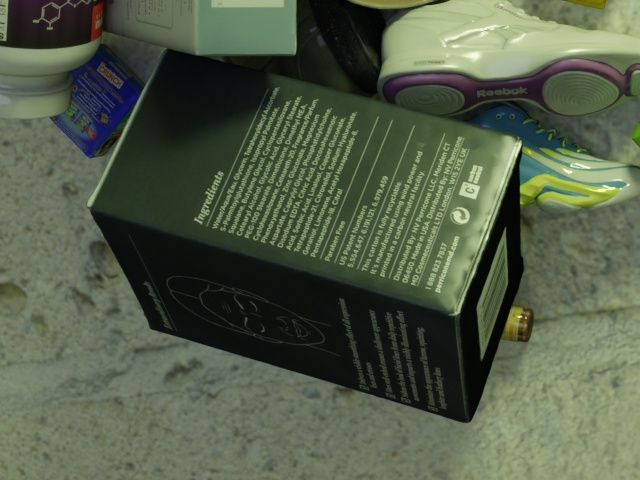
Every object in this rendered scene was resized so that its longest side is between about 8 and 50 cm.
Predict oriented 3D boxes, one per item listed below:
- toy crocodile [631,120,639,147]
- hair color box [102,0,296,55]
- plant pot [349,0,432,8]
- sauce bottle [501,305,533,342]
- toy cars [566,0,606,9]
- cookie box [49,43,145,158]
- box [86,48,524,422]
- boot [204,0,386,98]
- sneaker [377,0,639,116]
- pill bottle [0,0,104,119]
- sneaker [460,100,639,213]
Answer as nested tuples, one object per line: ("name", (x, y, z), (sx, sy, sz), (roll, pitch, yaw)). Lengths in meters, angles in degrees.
("toy crocodile", (0.472, -0.185, 1.552), (0.340, 0.105, 0.115), (-29, 91, 21))
("hair color box", (-0.149, -0.304, 1.612), (0.113, 0.374, 0.185), (-4, 103, -26))
("plant pot", (0.072, -0.411, 1.580), (0.284, 0.284, 0.191), (-50, 47, 20))
("sauce bottle", (0.178, 0.089, 1.740), (0.128, 0.042, 0.042), (7, 103, 19))
("toy cars", (0.355, -0.397, 1.559), (0.393, 0.087, 0.176), (-36, 88, 21))
("cookie box", (-0.269, -0.169, 1.839), (0.092, 0.040, 0.107), (45, 111, 6))
("box", (0.000, 0.000, 1.618), (0.395, 0.293, 0.212), (15, 66, 15))
("boot", (-0.072, -0.271, 1.720), (0.222, 0.118, 0.338), (-27, 84, 30))
("sneaker", (0.213, -0.213, 1.627), (0.305, 0.114, 0.152), (1, 58, 0))
("pill bottle", (-0.318, -0.301, 1.626), (0.181, 0.181, 0.323), (14, 115, 15))
("sneaker", (0.235, -0.095, 1.658), (0.240, 0.091, 0.126), (-2, 99, 20))
